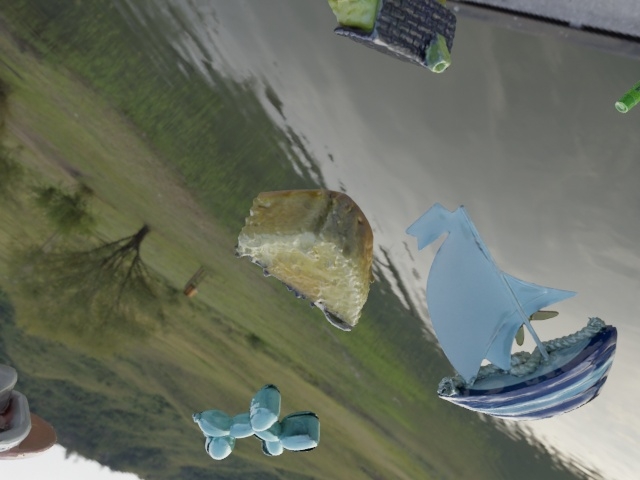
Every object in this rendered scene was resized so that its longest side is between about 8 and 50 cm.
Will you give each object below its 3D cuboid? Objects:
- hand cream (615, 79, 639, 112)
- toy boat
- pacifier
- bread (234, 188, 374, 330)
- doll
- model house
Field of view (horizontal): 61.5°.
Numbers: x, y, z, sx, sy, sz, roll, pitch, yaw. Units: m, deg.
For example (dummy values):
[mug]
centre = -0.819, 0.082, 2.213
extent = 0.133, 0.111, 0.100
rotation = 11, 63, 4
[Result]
[hand cream]
centre = 0.493, -0.239, 0.805
extent = 0.023, 0.122, 0.036
rotation = 47, 177, -2
[toy boat]
centre = 0.199, 0.086, 0.626
extent = 0.291, 0.221, 0.067
rotation = 55, -158, -13
[pacifier]
centre = -0.522, 0.243, 0.695
extent = 0.332, 0.273, 0.220
rotation = 28, -157, -34
[bread]
centre = 0.000, 0.000, 0.930
extent = 0.262, 0.162, 0.204
rotation = 35, -148, -14
[doll]
centre = -0.101, 0.272, 0.780
extent = 0.159, 0.159, 0.059
rotation = 38, -150, -30
[model house]
centre = 0.120, -0.362, 0.805
extent = 0.194, 0.211, 0.170
rotation = 3, 152, -45
